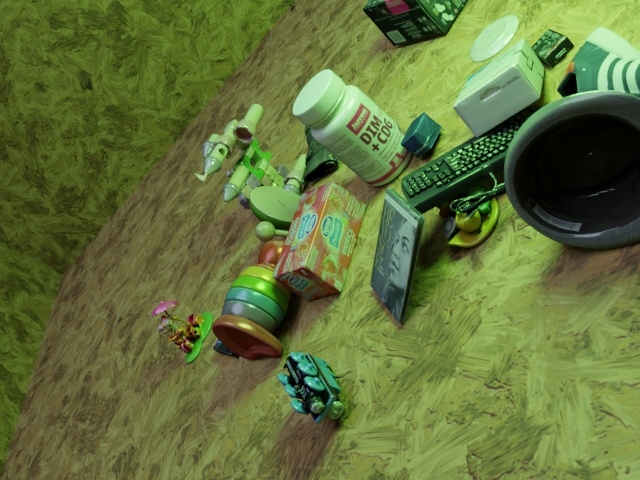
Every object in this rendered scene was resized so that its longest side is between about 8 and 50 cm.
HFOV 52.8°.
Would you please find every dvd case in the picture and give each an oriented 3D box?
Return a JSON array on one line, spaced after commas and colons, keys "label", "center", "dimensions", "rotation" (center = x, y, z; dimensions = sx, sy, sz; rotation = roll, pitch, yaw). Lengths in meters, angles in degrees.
[{"label": "dvd case", "center": [0.147, 0.027, 1.277], "dimensions": [0.164, 0.018, 0.221], "rotation": [-124, 39, -61]}]

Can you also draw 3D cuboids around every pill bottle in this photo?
[{"label": "pill bottle", "center": [0.079, -0.271, 1.560], "dimensions": [0.160, 0.283, 0.160], "rotation": [-38, 32, 29]}]

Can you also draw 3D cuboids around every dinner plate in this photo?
[{"label": "dinner plate", "center": [0.420, -0.498, 1.577], "dimensions": [0.141, 0.017, 0.141], "rotation": [-38, 30, 27]}]

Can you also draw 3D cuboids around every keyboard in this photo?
[{"label": "keyboard", "center": [0.311, -0.143, 1.223], "dimensions": [0.317, 0.033, 0.202], "rotation": [-30, 39, 6]}]

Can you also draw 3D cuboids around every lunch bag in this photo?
[{"label": "lunch bag", "center": [0.239, -0.242, 1.514], "dimensions": [0.098, 0.065, 0.067], "rotation": [-61, 13, -26]}]

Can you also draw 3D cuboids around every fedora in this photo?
[{"label": "fedora", "center": [0.421, -0.117, 0.977], "dimensions": [0.124, 0.244, 0.275], "rotation": [-39, 2, -43]}]

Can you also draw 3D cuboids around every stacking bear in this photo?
[{"label": "stacking bear", "center": [-0.137, 0.127, 1.598], "dimensions": [0.175, 0.164, 0.289], "rotation": [-17, 40, 49]}]

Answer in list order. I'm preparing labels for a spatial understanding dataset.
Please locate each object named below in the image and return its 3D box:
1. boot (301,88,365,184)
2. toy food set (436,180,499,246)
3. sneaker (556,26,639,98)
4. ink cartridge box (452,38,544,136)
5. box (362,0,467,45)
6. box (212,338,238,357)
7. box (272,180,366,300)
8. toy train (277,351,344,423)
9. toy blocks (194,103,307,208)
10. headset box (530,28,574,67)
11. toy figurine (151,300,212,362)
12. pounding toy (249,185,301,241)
[{"label": "boot", "center": [0.040, -0.299, 1.888], "dimensions": [0.263, 0.091, 0.229], "rotation": [-39, 36, 34]}, {"label": "toy food set", "center": [0.270, -0.080, 1.277], "dimensions": [0.128, 0.071, 0.218], "rotation": [-39, 31, 26]}, {"label": "sneaker", "center": [0.502, -0.227, 1.044], "dimensions": [0.148, 0.131, 0.350], "rotation": [-52, 21, 20]}, {"label": "ink cartridge box", "center": [0.365, -0.311, 1.307], "dimensions": [0.148, 0.086, 0.203], "rotation": [-32, 14, 34]}, {"label": "box", "center": [0.272, -0.681, 1.855], "dimensions": [0.142, 0.163, 0.247], "rotation": [-56, 28, -11]}, {"label": "box", "center": [-0.221, 0.233, 1.733], "dimensions": [0.116, 0.029, 0.162], "rotation": [-2, 56, 58]}, {"label": "box", "center": [0.000, 0.000, 1.550], "dimensions": [0.128, 0.122, 0.257], "rotation": [-19, 43, 46]}, {"label": "toy train", "center": [-0.014, 0.287, 1.268], "dimensions": [0.080, 0.105, 0.184], "rotation": [-60, 26, 8]}, {"label": "toy blocks", "center": [-0.236, -0.189, 1.950], "dimensions": [0.308, 0.288, 0.260], "rotation": [-21, 36, 41]}, {"label": "headset box", "center": [0.484, -0.403, 1.351], "dimensions": [0.062, 0.032, 0.083], "rotation": [-47, 29, 14]}, {"label": "toy figurine", "center": [-0.422, 0.250, 1.885], "dimensions": [0.130, 0.159, 0.173], "rotation": [-33, 35, 35]}, {"label": "pounding toy", "center": [-0.117, -0.044, 1.773], "dimensions": [0.237, 0.182, 0.110], "rotation": [-108, 33, -53]}]
